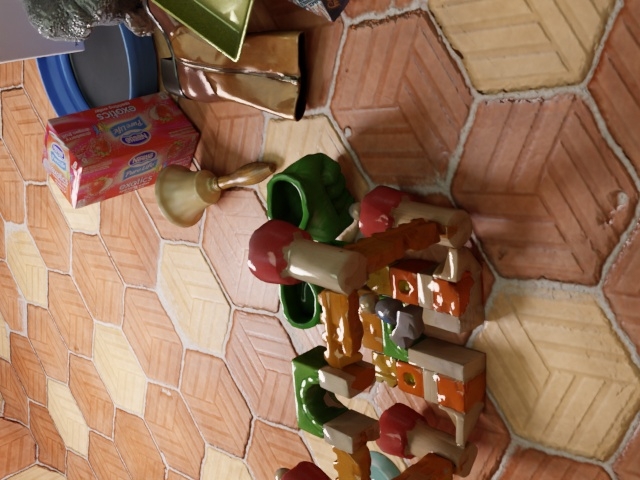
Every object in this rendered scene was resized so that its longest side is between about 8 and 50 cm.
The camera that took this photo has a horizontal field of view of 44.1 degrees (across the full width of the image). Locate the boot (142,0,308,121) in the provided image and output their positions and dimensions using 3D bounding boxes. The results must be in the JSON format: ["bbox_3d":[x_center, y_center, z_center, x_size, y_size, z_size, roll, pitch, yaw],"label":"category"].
[{"bbox_3d":[-0.151,-0.334,1.268,0.281,0.096,0.264,15,118,31],"label":"boot"}]

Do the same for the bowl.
[{"bbox_3d":[-0.472,-0.386,1.642,0.391,0.077,0.390,22,122,40],"label":"bowl"}]

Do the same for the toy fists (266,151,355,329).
[{"bbox_3d":[0.000,0.000,1.254,0.096,0.142,0.279,2,109,30],"label":"toy fists"}]

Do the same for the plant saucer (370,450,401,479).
[{"bbox_3d":[0.105,0.439,1.427,0.119,0.021,0.119,23,124,40],"label":"plant saucer"}]

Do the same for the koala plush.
[{"bbox_3d":[-0.389,-0.430,1.363,0.196,0.221,0.203,34,102,6],"label":"koala plush"}]

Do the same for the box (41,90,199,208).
[{"bbox_3d":[-0.376,-0.174,1.492,0.128,0.257,0.122,51,139,19],"label":"box"}]

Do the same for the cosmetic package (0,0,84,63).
[{"bbox_3d":[-0.631,-0.426,1.564,0.225,0.224,0.138,14,117,43],"label":"cosmetic package"}]

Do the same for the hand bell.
[{"bbox_3d":[-0.179,-0.107,1.446,0.242,0.126,0.126,-13,97,38],"label":"hand bell"}]

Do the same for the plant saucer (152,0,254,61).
[{"bbox_3d":[-0.166,-0.389,1.166,0.188,0.045,0.188,37,146,7],"label":"plant saucer"}]

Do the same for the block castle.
[{"bbox_3d":[0.062,0.165,1.134,0.213,0.303,0.452,13,116,45],"label":"block castle"}]

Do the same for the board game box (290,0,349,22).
[{"bbox_3d":[-0.069,-0.416,1.088,0.165,0.042,0.243,35,175,29],"label":"board game box"}]
